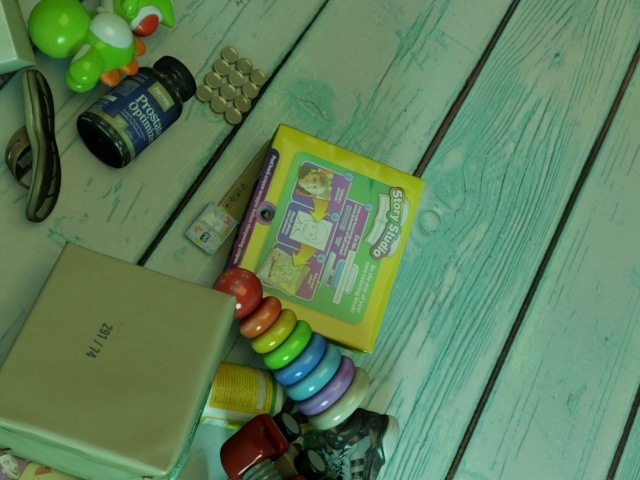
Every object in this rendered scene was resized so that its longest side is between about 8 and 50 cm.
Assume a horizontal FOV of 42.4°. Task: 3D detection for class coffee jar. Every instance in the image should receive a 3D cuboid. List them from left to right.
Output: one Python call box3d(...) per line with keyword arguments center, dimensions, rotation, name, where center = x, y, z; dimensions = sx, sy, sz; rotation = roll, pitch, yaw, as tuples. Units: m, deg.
box3d(center=(-0.032, 0.412, 1.528), dimensions=(0.079, 0.096, 0.184), rotation=(43, 21, -59), name="coffee jar")

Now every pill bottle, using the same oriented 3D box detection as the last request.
box3d(center=(-0.337, -0.246, 1.539), dimensions=(0.123, 0.123, 0.219), rotation=(47, 62, -11), name="pill bottle")
box3d(center=(-0.183, 0.278, 1.499), dimensions=(0.208, 0.117, 0.117), rotation=(14, 72, -24), name="pill bottle")

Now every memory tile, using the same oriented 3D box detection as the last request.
box3d(center=(-0.183, -0.319, 1.701), dimensions=(0.113, 0.012, 0.148), rotation=(36, 64, -16), name="memory tile")

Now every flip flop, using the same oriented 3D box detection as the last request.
box3d(center=(-0.512, -0.165, 1.448), dimensions=(0.080, 0.112, 0.277), rotation=(-7, 83, -3), name="flip flop")

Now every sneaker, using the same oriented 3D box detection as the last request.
box3d(center=(0.042, 0.439, 1.596), dimensions=(0.153, 0.101, 0.268), rotation=(30, 66, -12), name="sneaker")

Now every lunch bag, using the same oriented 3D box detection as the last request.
box3d(center=(-0.212, -0.023, 1.593), dimensions=(0.071, 0.053, 0.083), rotation=(41, 72, -12), name="lunch bag")

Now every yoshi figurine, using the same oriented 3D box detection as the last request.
box3d(center=(-0.403, -0.444, 1.509), dimensions=(0.203, 0.203, 0.362), rotation=(14, 61, 14), name="yoshi figurine")

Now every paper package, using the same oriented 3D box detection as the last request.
box3d(center=(-0.328, 0.207, 1.327), dimensions=(0.310, 0.168, 0.324), rotation=(17, 56, 1), name="paper package")

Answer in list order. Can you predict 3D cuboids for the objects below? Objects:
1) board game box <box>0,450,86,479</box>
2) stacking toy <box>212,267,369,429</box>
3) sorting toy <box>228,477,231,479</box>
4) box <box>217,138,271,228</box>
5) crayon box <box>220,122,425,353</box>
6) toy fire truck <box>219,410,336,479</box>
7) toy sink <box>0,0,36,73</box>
box3d(center=(-0.436, 0.359, 1.389), dimensions=(0.347, 0.056, 0.208), rotation=(-11, 79, -29), name="board game box")
box3d(center=(-0.068, 0.183, 1.471), dimensions=(0.330, 0.141, 0.141), rotation=(46, 62, -11), name="stacking toy")
box3d(center=(-0.126, 0.564, 1.504), dimensions=(0.196, 0.047, 0.347), rotation=(-20, 88, -26), name="sorting toy")
box3d(center=(-0.096, -0.086, 1.686), dimensions=(0.164, 0.021, 0.201), rotation=(41, 63, -14), name="box")
box3d(center=(0.000, 0.000, 1.610), dimensions=(0.313, 0.106, 0.362), rotation=(21, 77, -9), name="crayon box")
box3d(center=(-0.105, 0.415, 1.358), dimensions=(0.217, 0.158, 0.246), rotation=(53, 15, 18), name="toy fire truck")
box3d(center=(-0.597, -0.396, 1.389), dimensions=(0.153, 0.131, 0.234), rotation=(-15, 98, -2), name="toy sink")
